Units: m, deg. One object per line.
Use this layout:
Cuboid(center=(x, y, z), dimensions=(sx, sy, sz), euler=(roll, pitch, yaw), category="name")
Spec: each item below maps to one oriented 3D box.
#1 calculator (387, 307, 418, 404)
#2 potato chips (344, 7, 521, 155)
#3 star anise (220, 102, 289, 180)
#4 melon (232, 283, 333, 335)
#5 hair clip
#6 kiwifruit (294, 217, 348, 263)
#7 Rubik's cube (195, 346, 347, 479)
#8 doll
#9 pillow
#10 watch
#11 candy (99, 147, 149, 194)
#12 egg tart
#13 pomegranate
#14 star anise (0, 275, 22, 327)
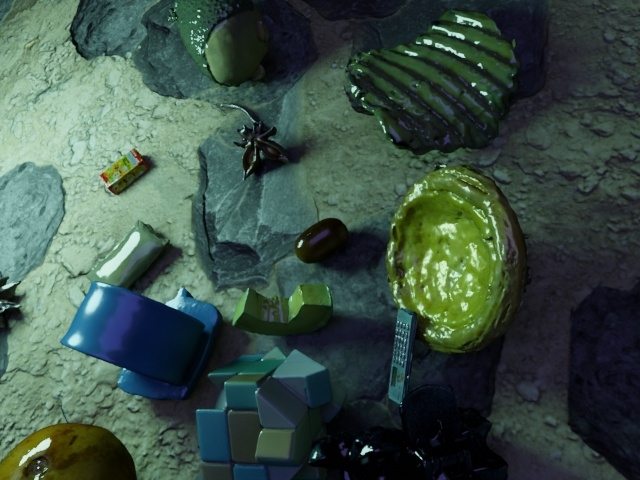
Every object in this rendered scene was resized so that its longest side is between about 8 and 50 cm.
Cuboid(center=(0.149, 0.210, 0.908), dimensions=(0.018, 0.057, 0.171), euler=(6, 91, -23), category="calculator")
Cuboid(center=(0.259, -0.368, 1.147), dimensions=(0.374, 0.097, 0.389), euler=(-22, 60, 1), category="potato chips")
Cuboid(center=(-0.180, -0.266, 1.288), dimensions=(0.148, 0.219, 0.227), euler=(-57, 14, 21), category="star anise")
Cuboid(center=(-0.076, 0.139, 1.011), dimensions=(0.210, 0.118, 0.064), euler=(-1, 52, 5), category="melon")
Cuboid(center=(0.144, 0.330, 0.741), dimensions=(0.311, 0.206, 0.194), euler=(-5, 63, -22), category="hair clip")
Cuboid(center=(0.000, 0.000, 1.074), dimensions=(0.125, 0.075, 0.075), euler=(-34, 60, 5), category="kiwifruit")
Cuboid(center=(-0.071, 0.309, 0.871), dimensions=(0.213, 0.265, 0.224), euler=(-6, 91, 17), category="Rubik's cube")
Cuboid(center=(-0.265, -0.568, 1.348), dimensions=(0.247, 0.247, 0.349), euler=(-41, 54, -4), category="doll")
Cuboid(center=(-0.465, 0.047, 1.214), dimensions=(0.119, 0.053, 0.208), euler=(38, 85, 31), category="pillow")
Cuboid(center=(-0.380, 0.175, 1.000), dimensions=(0.306, 0.274, 0.241), euler=(12, 71, 17), category="watch")
Cuboid(center=(-0.527, -0.186, 1.350), dimensions=(0.122, 0.038, 0.062), euler=(-40, 61, -3), category="candy")
Cuboid(center=(0.247, 0.030, 0.889), dimensions=(0.133, 0.345, 0.345), euler=(-2, 58, -27), category="egg tart")
Cuboid(center=(-0.459, 0.473, 0.903), dimensions=(0.265, 0.264, 0.264), euler=(-7, 64, 15), category="pomegranate")
Cuboid(center=(-0.851, 0.164, 1.279), dimensions=(0.182, 0.065, 0.195), euler=(33, 83, 29), category="star anise")
